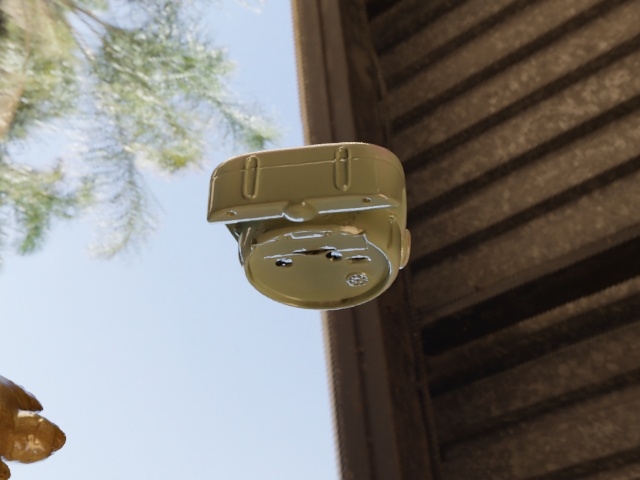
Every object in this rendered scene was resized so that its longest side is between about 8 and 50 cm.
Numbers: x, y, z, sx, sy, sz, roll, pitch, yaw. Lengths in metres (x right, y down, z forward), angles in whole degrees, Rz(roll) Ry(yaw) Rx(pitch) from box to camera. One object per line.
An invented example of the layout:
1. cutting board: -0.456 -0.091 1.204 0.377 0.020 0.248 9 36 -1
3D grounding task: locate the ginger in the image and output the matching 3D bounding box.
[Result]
1. ginger: -0.550 0.338 1.451 0.166 0.236 0.375 -46 -155 18

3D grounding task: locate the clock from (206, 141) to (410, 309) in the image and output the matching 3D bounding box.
1. clock: 0.000 0.000 1.277 0.265 0.324 0.108 -7 -125 9
